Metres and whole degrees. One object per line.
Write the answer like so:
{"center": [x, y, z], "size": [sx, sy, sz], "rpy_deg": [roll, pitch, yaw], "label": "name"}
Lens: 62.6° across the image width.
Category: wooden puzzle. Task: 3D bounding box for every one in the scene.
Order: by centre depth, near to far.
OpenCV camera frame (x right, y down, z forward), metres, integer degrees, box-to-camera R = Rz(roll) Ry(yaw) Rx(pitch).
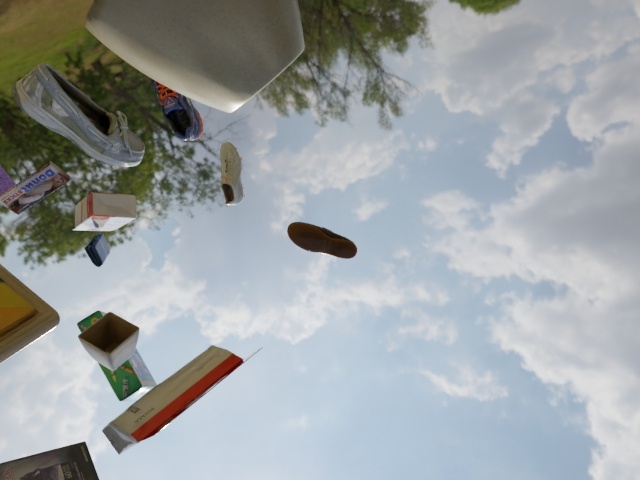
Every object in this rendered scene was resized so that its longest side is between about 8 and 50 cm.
{"center": [-0.720, 0.151, 1.110], "size": [0.221, 0.238, 0.044], "rpy_deg": [-42, 165, -46], "label": "wooden puzzle"}

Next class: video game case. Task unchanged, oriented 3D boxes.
{"center": [-0.678, 0.604, 1.264], "size": [0.274, 0.026, 0.196], "rpy_deg": [1, -143, -44], "label": "video game case"}

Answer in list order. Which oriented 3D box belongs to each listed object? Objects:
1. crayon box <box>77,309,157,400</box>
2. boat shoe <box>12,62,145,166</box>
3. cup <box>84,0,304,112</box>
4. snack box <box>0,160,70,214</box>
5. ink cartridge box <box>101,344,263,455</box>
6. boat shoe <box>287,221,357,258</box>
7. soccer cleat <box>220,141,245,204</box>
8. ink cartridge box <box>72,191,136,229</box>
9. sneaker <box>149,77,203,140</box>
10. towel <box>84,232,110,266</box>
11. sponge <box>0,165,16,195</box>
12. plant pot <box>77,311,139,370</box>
{"center": [-0.631, 0.362, 1.645], "size": [0.081, 0.278, 0.165], "rpy_deg": [-33, 167, -9], "label": "crayon box"}
{"center": [-0.514, -0.271, 1.183], "size": [0.103, 0.320, 0.118], "rpy_deg": [-33, -127, 17], "label": "boat shoe"}
{"center": [-0.164, -0.351, 0.847], "size": [0.331, 0.237, 0.331], "rpy_deg": [-35, -160, 15], "label": "cup"}
{"center": [-0.732, -0.133, 1.344], "size": [0.178, 0.064, 0.022], "rpy_deg": [-30, -134, 10], "label": "snack box"}
{"center": [-0.206, 0.216, 0.763], "size": [0.189, 0.066, 0.232], "rpy_deg": [-35, 172, -39], "label": "ink cartridge box"}
{"center": [0.000, 0.000, 1.460], "size": [0.073, 0.207, 0.073], "rpy_deg": [-65, -163, 8], "label": "boat shoe"}
{"center": [-0.280, -0.206, 1.633], "size": [0.068, 0.196, 0.076], "rpy_deg": [0, -164, 29], "label": "soccer cleat"}
{"center": [-0.590, -0.073, 1.424], "size": [0.115, 0.067, 0.198], "rpy_deg": [2, 168, -40], "label": "ink cartridge box"}
{"center": [-0.348, -0.338, 1.251], "size": [0.083, 0.221, 0.087], "rpy_deg": [-21, -157, 11], "label": "sneaker"}
{"center": [-0.609, 0.026, 1.443], "size": [0.029, 0.067, 0.119], "rpy_deg": [-20, -159, -5], "label": "towel"}
{"center": [-1.006, -0.137, 1.527], "size": [0.210, 0.117, 0.031], "rpy_deg": [-42, -135, -21], "label": "sponge"}
{"center": [-0.544, 0.272, 1.369], "size": [0.109, 0.096, 0.109], "rpy_deg": [22, -141, 19], "label": "plant pot"}
